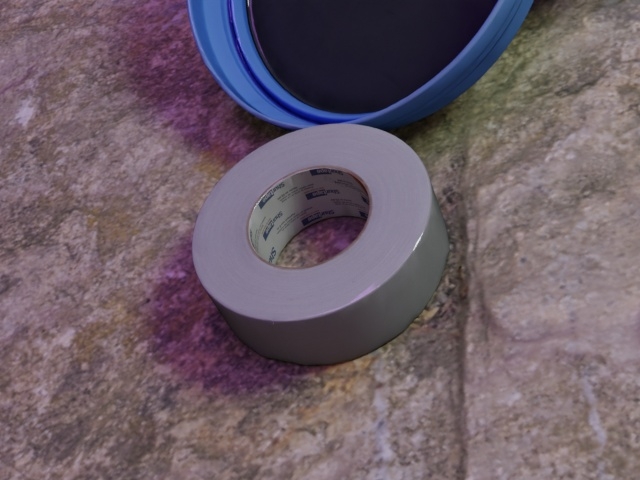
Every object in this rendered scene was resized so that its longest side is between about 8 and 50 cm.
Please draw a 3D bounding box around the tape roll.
[{"bbox_3d":[0.000,0.000,1.046,0.219,0.072,0.219,-11,50,14],"label":"tape roll"}]

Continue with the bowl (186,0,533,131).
[{"bbox_3d":[0.041,-0.288,1.154,0.391,0.077,0.391,-7,77,33],"label":"bowl"}]
